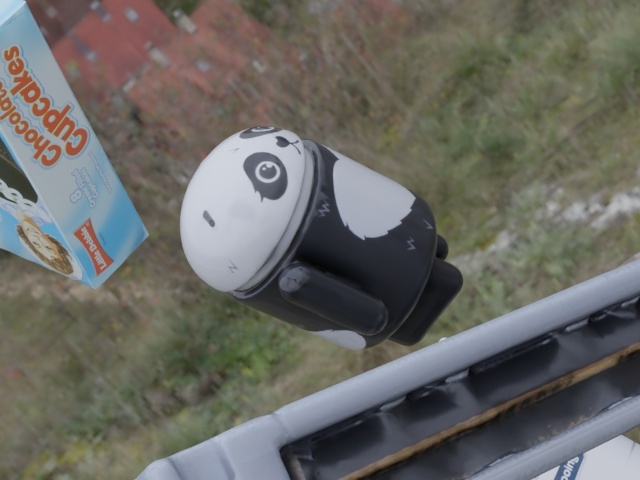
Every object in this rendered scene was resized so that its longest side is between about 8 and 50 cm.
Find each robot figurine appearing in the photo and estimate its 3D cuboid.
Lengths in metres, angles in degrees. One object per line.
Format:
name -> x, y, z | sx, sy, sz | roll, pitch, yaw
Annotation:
robot figurine -> 0.002, -0.001, 1.306 | 0.209, 0.278, 0.174 | -7, 61, 62

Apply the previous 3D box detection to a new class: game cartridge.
game cartridge -> 0.036, 0.079, 0.496 | 0.297, 0.062, 0.198 | -20, -18, -28

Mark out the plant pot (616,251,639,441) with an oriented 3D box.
plant pot -> 0.533, 0.156, 1.897 | 0.323, 0.280, 0.323 | -38, 18, 15

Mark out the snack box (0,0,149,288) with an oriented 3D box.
snack box -> -0.269, -0.091, 0.903 | 0.322, 0.187, 0.060 | 18, 55, 39

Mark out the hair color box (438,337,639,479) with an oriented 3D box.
hair color box -> 0.187, 0.231, 0.906 | 0.174, 0.347, 0.105 | -56, -7, -41
